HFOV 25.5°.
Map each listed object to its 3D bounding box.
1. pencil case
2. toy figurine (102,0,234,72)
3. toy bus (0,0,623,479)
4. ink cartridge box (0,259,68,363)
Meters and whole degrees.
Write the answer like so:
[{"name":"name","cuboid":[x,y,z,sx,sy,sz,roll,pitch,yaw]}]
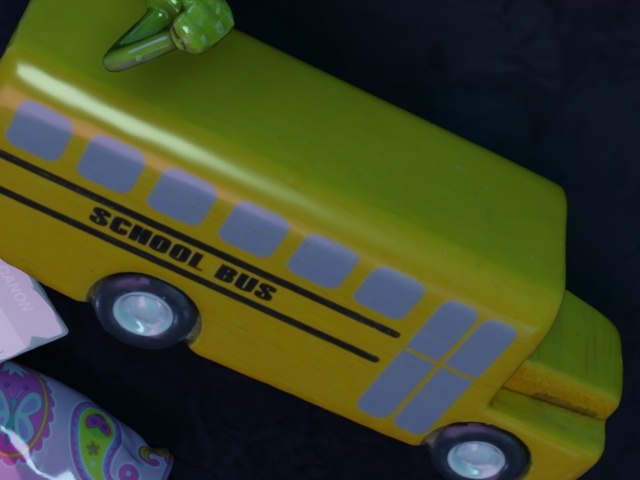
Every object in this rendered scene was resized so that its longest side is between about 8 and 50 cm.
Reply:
[{"name":"pencil case","cuboid":[-0.243,0.126,0.956,0.284,0.124,0.124,30,140,-5]},{"name":"toy figurine","cuboid":[0.127,-0.111,0.461,0.217,0.191,0.362,38,140,-22]},{"name":"toy bus","cuboid":[0.000,0.000,0.674,0.333,0.108,0.130,24,132,-11]},{"name":"ink cartridge box","cuboid":[-0.319,-0.027,0.808,0.261,0.066,0.296,-24,107,12]}]
